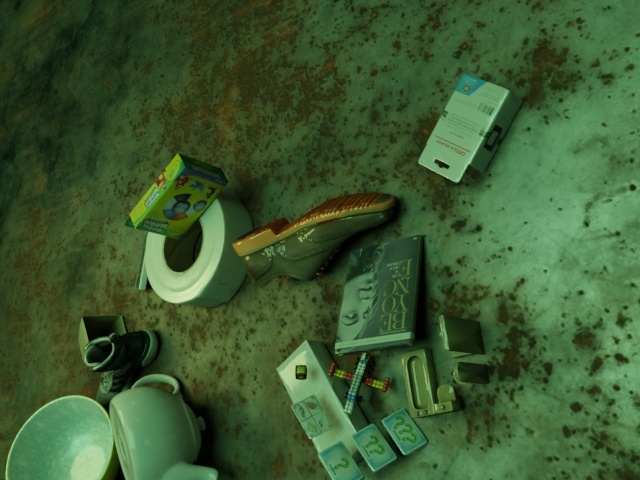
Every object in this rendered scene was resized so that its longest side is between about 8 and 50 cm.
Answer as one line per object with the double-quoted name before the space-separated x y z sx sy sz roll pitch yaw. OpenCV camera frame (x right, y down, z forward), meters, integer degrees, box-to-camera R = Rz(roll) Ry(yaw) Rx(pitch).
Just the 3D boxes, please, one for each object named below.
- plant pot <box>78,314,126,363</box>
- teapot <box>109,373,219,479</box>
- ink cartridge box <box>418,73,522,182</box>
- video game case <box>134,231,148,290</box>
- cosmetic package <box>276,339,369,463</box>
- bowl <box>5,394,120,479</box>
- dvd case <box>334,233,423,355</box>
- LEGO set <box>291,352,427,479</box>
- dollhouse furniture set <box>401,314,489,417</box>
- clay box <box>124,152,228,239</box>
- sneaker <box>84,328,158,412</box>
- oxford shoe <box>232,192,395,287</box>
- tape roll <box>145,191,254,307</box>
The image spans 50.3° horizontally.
"plant pot" -0.578 0.267 1.790 0.096 0.109 0.109 -49 53 35
"teapot" -0.349 0.427 1.513 0.252 0.187 0.255 -26 79 62
"ink cartridge box" 0.266 -0.194 1.223 0.104 0.060 0.180 35 102 39
"video game case" -0.448 0.049 1.742 0.143 0.019 0.157 169 110 -70
"cosmetic package" 0.012 0.315 1.311 0.099 0.060 0.239 -47 54 24
"bowl" -0.599 0.545 1.679 0.290 0.156 0.289 -9 56 14
"dvd case" 0.109 0.101 1.267 0.165 0.018 0.221 -15 53 36
"LEGO set" 0.052 0.296 1.222 0.183 0.060 0.244 -24 52 -17
"dollhouse furniture set" 0.185 0.217 1.149 0.151 0.123 0.144 -21 67 35
"clay box" -0.322 -0.083 1.510 0.222 0.127 0.053 -47 53 21
"sneaker" -0.531 0.322 1.700 0.268 0.153 0.101 -53 52 17
"oxford shoe" 0.000 0.000 1.385 0.364 0.130 0.132 -18 101 29
"tape roll" -0.288 0.016 1.609 0.286 0.100 0.286 -11 72 37
